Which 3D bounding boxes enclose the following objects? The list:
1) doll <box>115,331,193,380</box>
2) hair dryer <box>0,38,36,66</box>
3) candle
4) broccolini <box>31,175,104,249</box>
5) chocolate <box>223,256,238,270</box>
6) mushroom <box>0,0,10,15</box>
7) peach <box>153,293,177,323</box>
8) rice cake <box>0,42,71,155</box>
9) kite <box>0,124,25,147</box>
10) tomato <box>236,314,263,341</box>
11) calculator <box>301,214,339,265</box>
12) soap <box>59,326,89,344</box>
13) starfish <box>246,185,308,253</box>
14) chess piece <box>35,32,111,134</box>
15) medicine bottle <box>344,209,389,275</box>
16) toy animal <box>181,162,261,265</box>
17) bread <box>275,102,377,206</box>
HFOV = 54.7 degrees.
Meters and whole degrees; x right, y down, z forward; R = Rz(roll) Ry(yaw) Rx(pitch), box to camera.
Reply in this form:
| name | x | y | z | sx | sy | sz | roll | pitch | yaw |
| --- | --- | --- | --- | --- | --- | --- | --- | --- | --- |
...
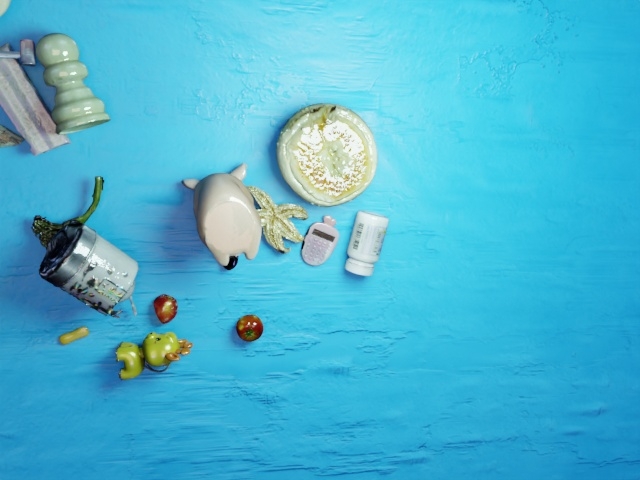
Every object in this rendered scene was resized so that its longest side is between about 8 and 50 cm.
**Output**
| name | x | y | z | sx | sy | sz | roll | pitch | yaw |
| --- | --- | --- | --- | --- | --- | --- | --- | --- | --- |
| doll | -0.491 | 0.339 | 1.841 | 0.221 | 0.143 | 0.135 | -10 | 102 | -1 |
| hair dryer | -0.802 | -0.488 | 1.605 | 0.114 | 0.037 | 0.063 | -3 | 94 | -16 |
| candle | -0.610 | 0.102 | 1.732 | 0.187 | 0.187 | 0.330 | -47 | 123 | 1 |
| broccolini | -0.711 | -0.087 | 1.740 | 0.123 | 0.062 | 0.271 | 34 | 100 | -31 |
| chocolate | -0.296 | 0.020 | 1.849 | 0.147 | 0.072 | 0.070 | 51 | 48 | -24 |
| mushroom | -0.891 | -0.645 | 1.515 | 0.246 | 0.202 | 0.246 | -4 | 113 | -9 |
| peach | -0.469 | 0.209 | 1.859 | 0.077 | 0.050 | 0.083 | 21 | 101 | -13 |
| rice cake | -0.803 | -0.371 | 1.666 | 0.106 | 0.050 | 0.298 | -29 | 106 | -4 |
| kite | -0.976 | -0.248 | 1.681 | 0.335 | 0.011 | 0.314 | -17 | 105 | -6 |
| tomato | -0.217 | 0.268 | 1.907 | 0.087 | 0.075 | 0.087 | -3 | 117 | -6 |
| calculator | 0.000 | 0.000 | 1.916 | 0.103 | 0.024 | 0.166 | 23 | 99 | -14 |
| soap | -0.733 | 0.283 | 1.841 | 0.089 | 0.012 | 0.034 | -22 | 105 | -6 |
| starfish | -0.151 | -0.065 | 1.854 | 0.216 | 0.071 | 0.238 | -31 | 100 | -9 |
| chess piece | -0.672 | -0.422 | 1.642 | 0.144 | 0.144 | 0.251 | -18 | 100 | -7 |
| medicine bottle | 0.140 | 0.008 | 1.903 | 0.103 | 0.103 | 0.186 | 12 | 99 | -13 |
| toy animal | -0.261 | -0.080 | 1.734 | 0.195 | 0.256 | 0.213 | -17 | 116 | -11 |
| bread | 0.018 | -0.250 | 1.795 | 0.306 | 0.159 | 0.305 | -2 | 105 | -8 |
